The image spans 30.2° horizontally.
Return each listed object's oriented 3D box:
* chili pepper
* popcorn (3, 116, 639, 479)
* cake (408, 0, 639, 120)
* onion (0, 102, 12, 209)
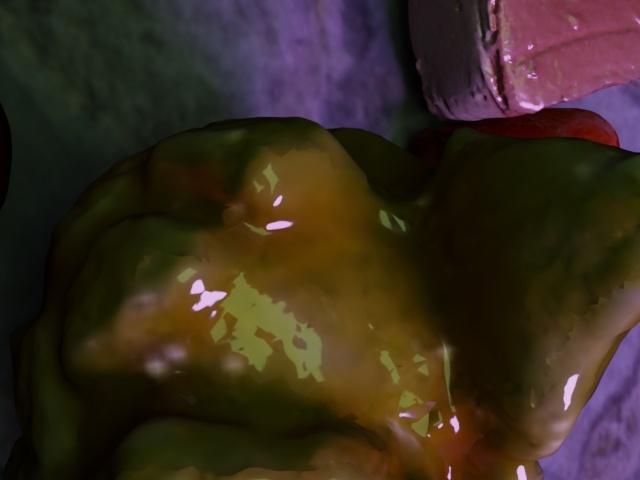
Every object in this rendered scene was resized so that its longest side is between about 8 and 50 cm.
[{"bbox_3d":[0.145,-0.039,0.733,0.192,0.084,0.086,-7,94,-22],"label":"chili pepper"},{"bbox_3d":[0.010,0.094,0.544,0.290,0.321,0.326,-36,88,-19],"label":"popcorn"},{"bbox_3d":[0.165,-0.113,0.726,0.225,0.109,0.090,2,92,-26],"label":"cake"},{"bbox_3d":[-0.237,0.002,0.537,0.205,0.098,0.151,-14,73,-19],"label":"onion"}]
